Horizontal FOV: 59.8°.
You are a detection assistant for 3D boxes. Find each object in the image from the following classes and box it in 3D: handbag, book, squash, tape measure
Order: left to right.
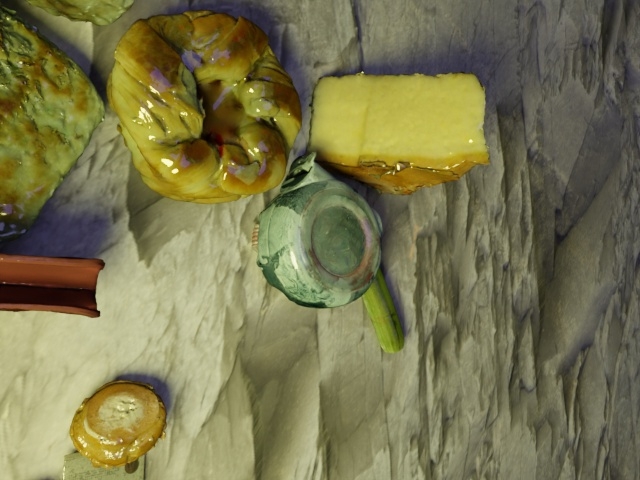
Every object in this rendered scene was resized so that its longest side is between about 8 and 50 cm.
[{"bbox_3d":[-0.436,0.059,0.726,0.260,0.276,0.084,5,81,-36],"label":"handbag"},{"bbox_3d":[-0.349,0.436,0.893,0.139,0.016,0.198,8,80,-45],"label":"book"},{"bbox_3d":[0.000,0.000,1.118,0.256,0.147,0.274,35,63,-29],"label":"tape measure"},{"bbox_3d":[0.130,0.143,1.244,0.066,0.066,0.228,-26,101,-34],"label":"squash"}]

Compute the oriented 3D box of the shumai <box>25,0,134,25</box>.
[{"bbox_3d":[-0.415,-0.437,0.741,0.329,0.292,0.288,62,15,-21],"label":"shumai"}]

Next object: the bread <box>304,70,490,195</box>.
[{"bbox_3d":[0.142,-0.238,1.152,0.279,0.315,0.248,12,77,-23],"label":"bread"}]

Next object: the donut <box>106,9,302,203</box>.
[{"bbox_3d":[-0.199,-0.235,0.988,0.361,0.170,0.360,5,81,-36],"label":"donut"}]

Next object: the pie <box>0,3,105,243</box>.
[{"bbox_3d":[-0.523,-0.177,0.752,0.418,0.181,0.395,28,68,-37],"label":"pie"}]

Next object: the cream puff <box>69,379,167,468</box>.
[{"bbox_3d":[-0.320,0.294,0.884,0.144,0.103,0.126,-6,49,-38],"label":"cream puff"}]
